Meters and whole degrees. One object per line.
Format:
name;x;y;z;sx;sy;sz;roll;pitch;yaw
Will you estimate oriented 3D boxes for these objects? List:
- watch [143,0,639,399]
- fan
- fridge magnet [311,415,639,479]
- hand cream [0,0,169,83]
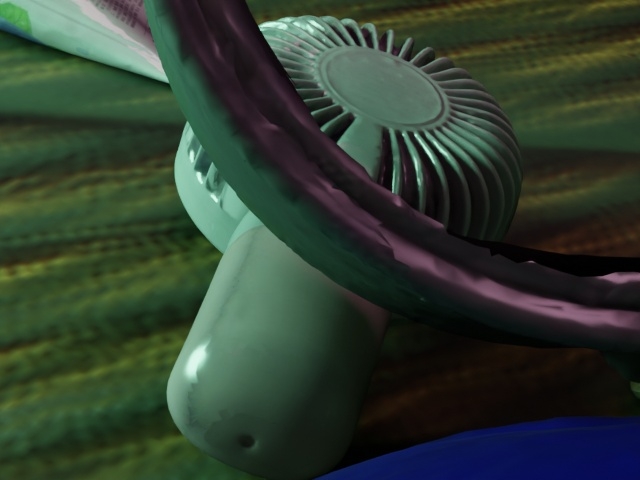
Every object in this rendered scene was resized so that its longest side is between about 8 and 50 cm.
watch;0.116;-0.117;0.560;0.327;0.335;0.314;38;-4;-2
fan;0.000;0.000;0.699;0.130;0.074;0.244;23;34;0
fridge magnet;0.030;0.121;0.374;0.265;0.113;0.265;-15;23;6
hand cream;-0.117;-0.110;0.893;0.142;0.053;0.084;23;27;-8
